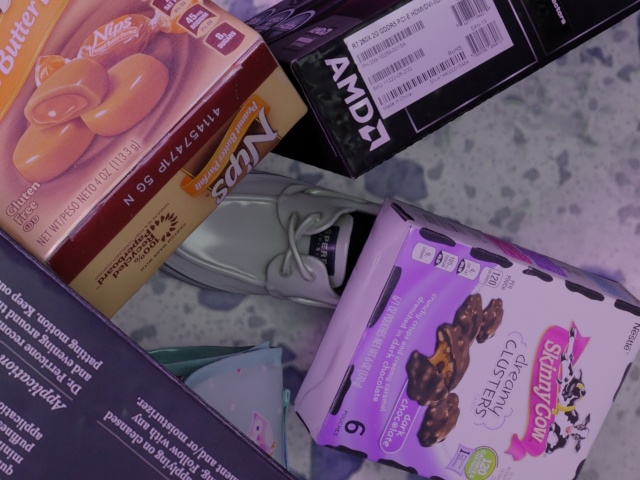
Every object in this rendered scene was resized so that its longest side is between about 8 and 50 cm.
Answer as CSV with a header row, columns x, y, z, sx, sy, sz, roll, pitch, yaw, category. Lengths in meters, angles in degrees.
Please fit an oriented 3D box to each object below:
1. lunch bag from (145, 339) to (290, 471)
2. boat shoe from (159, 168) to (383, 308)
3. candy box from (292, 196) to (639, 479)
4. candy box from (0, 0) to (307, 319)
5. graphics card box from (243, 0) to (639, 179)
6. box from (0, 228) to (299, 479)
x,y,z,sx,sy,sz,roll,pitch,yaw,category
-0.138,0.186,1.247,0.262,0.160,0.223,-5,93,-22,lunch bag
0.000,0.000,1.311,0.258,0.084,0.095,5,91,-14,boat shoe
0.106,0.082,1.281,0.196,0.070,0.164,19,102,-20,candy box
-0.182,-0.110,1.163,0.183,0.316,0.087,-47,145,-9,candy box
0.119,-0.178,1.259,0.371,0.233,0.094,-32,107,-10,graphics card box
-0.223,0.165,1.040,0.343,0.179,0.312,43,80,-17,box
